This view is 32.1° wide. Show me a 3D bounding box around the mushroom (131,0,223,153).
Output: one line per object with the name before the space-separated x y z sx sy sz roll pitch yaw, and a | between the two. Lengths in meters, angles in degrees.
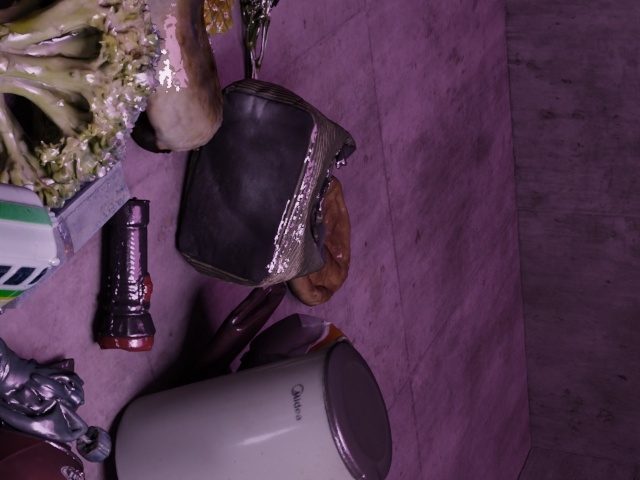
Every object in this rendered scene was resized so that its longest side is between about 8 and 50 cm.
mushroom | -0.220 -0.294 1.705 0.247 0.130 0.344 -28 120 -55

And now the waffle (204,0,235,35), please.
waffle | -0.184 -0.436 1.859 0.169 0.036 0.184 -19 112 -64

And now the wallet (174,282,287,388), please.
wallet | -0.158 0.173 1.887 0.229 0.049 0.182 -52 173 33

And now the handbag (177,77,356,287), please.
handbag | -0.083 -0.090 1.891 0.240 0.247 0.341 4 103 -62

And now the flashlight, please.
flashlight | -0.289 0.050 1.678 0.093 0.093 0.232 -3 97 -64

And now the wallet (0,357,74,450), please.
wallet | -0.399 0.316 1.566 0.146 0.030 0.286 -16 109 -64

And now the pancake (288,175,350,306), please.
pancake | 0.000 0.000 2.312 0.294 0.049 0.295 -15 107 -63

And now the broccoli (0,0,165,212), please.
broccoli | -0.367 -0.259 1.356 0.397 0.274 0.353 44 44 -39

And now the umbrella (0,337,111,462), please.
umbrella | -0.380 0.193 1.449 0.349 0.094 0.143 51 29 -42

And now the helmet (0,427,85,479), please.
helmet | -0.394 0.342 1.402 0.216 0.193 0.189 -37 137 -2

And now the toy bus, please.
toy bus | -0.432 0.000 1.234 0.276 0.164 0.134 10 53 -64

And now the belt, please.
belt | -0.059 0.276 1.978 0.339 0.217 0.122 -53 -179 43

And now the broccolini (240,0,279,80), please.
broccolini | -0.113 -0.365 1.991 0.058 0.073 0.201 -46 139 -77

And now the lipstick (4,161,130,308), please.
lipstick | -0.363 -0.020 1.518 0.290 0.077 0.076 -55 141 -47

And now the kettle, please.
kettle | -0.089 0.362 1.702 0.250 0.376 0.361 41 35 -53
